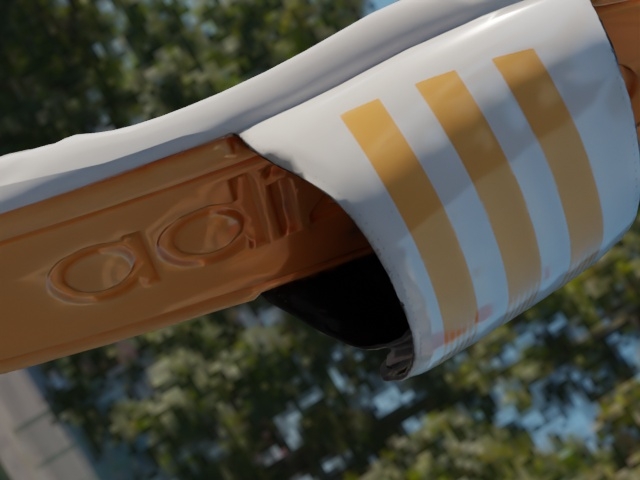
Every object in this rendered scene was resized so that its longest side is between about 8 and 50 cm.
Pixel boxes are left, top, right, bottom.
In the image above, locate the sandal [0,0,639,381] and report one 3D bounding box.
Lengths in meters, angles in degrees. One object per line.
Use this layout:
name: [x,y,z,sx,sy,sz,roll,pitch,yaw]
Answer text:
sandal: [0.001,0.005,0.505,0.102,0.265,0.076,69,1,-59]
